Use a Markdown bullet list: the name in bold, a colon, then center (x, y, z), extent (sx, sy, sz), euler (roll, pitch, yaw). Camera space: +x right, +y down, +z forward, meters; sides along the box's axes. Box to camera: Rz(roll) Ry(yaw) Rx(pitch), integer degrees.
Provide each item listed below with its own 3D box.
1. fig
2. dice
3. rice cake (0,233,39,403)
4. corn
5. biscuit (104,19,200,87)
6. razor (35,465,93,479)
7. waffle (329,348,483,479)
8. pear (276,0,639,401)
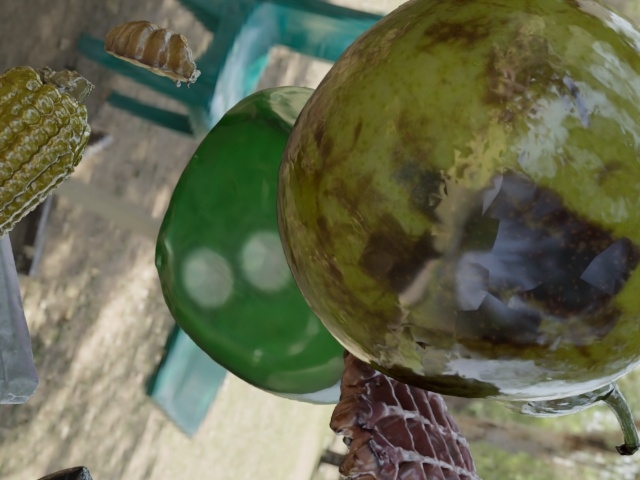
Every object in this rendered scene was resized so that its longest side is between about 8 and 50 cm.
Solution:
- **fig**: center (0.296, 0.160, 1.377), extent (0.151, 0.259, 0.151), euler (-47, -162, 20)
- **dice**: center (0.000, 0.000, 1.499), extent (0.287, 0.297, 0.300), euler (-23, 141, -61)
- **rice cake**: center (-0.386, 0.036, 1.374), extent (0.106, 0.050, 0.298), euler (10, 59, -54)
- **corn**: center (-0.264, -0.032, 0.891), extent (0.262, 0.097, 0.097), euler (-45, 163, -13)
- **biscuit**: center (-0.202, -0.233, 1.508), extent (0.061, 0.118, 0.183), euler (-67, -162, 3)
- **razor**: center (-0.418, 0.401, 1.896), extent (0.054, 0.148, 0.090), euler (55, 21, -36)
- **waffle**: center (0.077, 0.175, 0.903), extent (0.234, 0.055, 0.221), euler (62, 17, -19)
- **pear**: center (0.114, -0.024, 0.786), extent (0.283, 0.283, 0.284), euler (15, 90, -81)
